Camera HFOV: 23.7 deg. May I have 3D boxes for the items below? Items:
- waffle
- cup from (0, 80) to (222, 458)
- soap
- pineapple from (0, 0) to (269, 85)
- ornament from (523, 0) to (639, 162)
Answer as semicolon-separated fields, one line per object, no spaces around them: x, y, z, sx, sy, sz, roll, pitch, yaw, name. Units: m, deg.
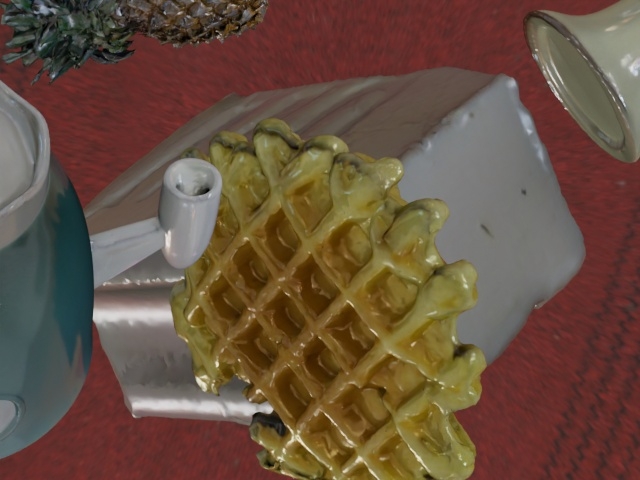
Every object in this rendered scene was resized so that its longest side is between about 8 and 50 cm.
-0.006;0.048;0.962;0.056;0.261;0.250;-23;113;-40;waffle
-0.193;0.005;0.782;0.299;0.173;0.167;-13;58;-19;cup
0.000;0.000;1.400;0.350;0.435;0.213;-38;113;-35;soap
-0.134;-0.185;1.141;0.221;0.083;0.103;-12;115;5;pineapple
0.163;-0.103;0.604;0.156;0.081;0.075;-36;100;-6;ornament
